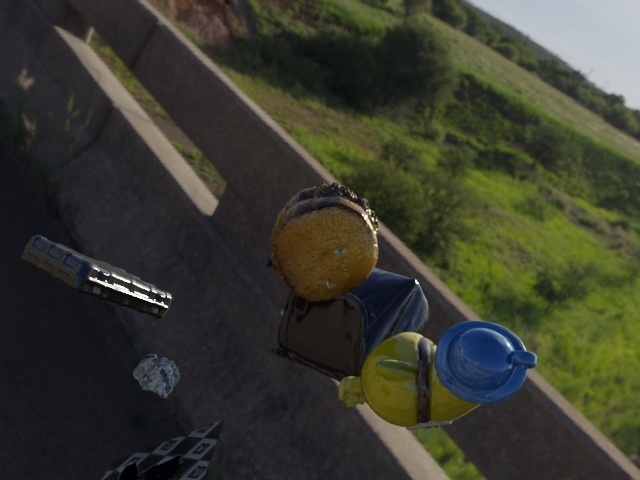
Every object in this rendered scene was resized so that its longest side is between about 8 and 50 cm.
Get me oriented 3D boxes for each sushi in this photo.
[{"bbox_3d":[-0.140,0.213,0.583,0.120,0.126,0.026,-73,139,-73],"label":"sushi"}]

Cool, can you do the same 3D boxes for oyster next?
[{"bbox_3d":[-0.320,0.255,1.318,0.100,0.037,0.098,9,38,17],"label":"oyster"}]

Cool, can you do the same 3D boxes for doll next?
[{"bbox_3d":[0.170,0.196,0.991,0.200,0.363,0.145,14,66,-28],"label":"doll"}]

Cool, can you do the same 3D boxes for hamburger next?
[{"bbox_3d":[0.006,-0.007,1.128,0.182,0.190,0.118,1,27,-12],"label":"hamburger"}]

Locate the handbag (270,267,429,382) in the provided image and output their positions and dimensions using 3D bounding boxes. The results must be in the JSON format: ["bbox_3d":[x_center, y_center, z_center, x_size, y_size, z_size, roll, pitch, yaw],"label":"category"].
[{"bbox_3d":[0.047,0.169,1.533,0.302,0.177,0.275,18,51,43],"label":"handbag"}]

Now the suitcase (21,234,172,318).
[{"bbox_3d":[-0.476,0.083,1.482,0.206,0.066,0.285,21,-8,32],"label":"suitcase"}]
